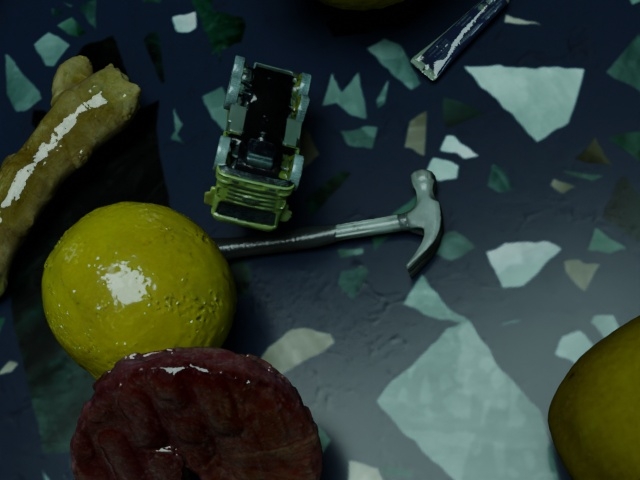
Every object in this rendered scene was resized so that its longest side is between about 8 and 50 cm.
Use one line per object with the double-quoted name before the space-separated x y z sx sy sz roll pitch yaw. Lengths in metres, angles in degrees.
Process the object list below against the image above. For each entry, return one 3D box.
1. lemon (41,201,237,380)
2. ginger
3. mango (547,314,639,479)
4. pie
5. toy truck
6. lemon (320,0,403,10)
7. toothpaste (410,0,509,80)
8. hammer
"lemon" -0.166 0.054 0.983 0.173 0.173 0.206 -32 60 -3
"ginger" -0.297 -0.067 1.121 0.118 0.065 0.299 18 70 32
"mango" 0.400 0.120 0.814 0.445 0.220 0.301 -7 69 13
"pie" -0.107 0.178 0.920 0.218 0.204 0.054 1 32 1
"toy truck" -0.064 -0.090 1.053 0.085 0.116 0.191 11 45 -8
"lemon" 0.051 -0.379 1.076 0.310 0.258 0.258 -42 66 -7
"toothpaste" 0.155 -0.225 1.119 0.140 0.021 0.037 -44 67 -6
"hammer" 0.000 0.000 1.053 0.246 0.029 0.103 -10 65 9
